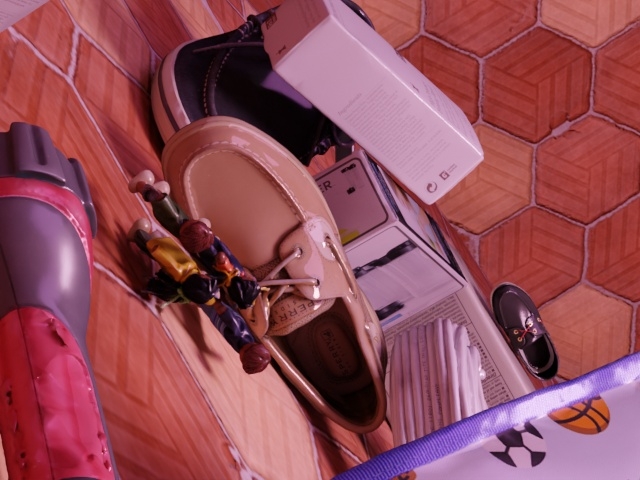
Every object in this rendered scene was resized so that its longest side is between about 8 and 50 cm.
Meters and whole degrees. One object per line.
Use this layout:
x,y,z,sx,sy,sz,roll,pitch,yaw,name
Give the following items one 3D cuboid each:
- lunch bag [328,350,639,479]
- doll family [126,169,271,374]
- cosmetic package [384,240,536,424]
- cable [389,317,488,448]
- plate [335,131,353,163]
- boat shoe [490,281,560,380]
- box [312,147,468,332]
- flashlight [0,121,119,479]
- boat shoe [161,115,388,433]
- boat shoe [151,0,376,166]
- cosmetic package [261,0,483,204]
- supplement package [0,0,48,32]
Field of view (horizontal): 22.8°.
0.103,0.278,0.928,0.385,0.239,0.328,-15,69,-44,lunch bag
-0.090,0.031,1.255,0.111,0.076,0.193,41,0,44,doll family
0.153,0.167,1.818,0.309,0.160,0.113,63,10,19,cosmetic package
0.121,0.202,1.533,0.257,0.089,0.257,71,13,-56,cable
0.029,-0.068,1.890,0.188,0.024,0.188,-1,90,-88,plate
0.237,0.104,1.819,0.133,0.049,0.042,60,-1,-26,boat shoe
0.031,0.020,1.648,0.087,0.169,0.290,65,10,22,box
-0.144,0.072,0.807,0.103,0.103,0.304,17,35,-34,flashlight
-0.026,0.034,1.439,0.341,0.121,0.110,54,10,-30,boat shoe
-0.047,-0.165,1.715,0.187,0.156,0.500,60,22,-10,boat shoe
0.052,-0.151,1.604,0.231,0.085,0.117,40,16,-27,cosmetic package
-0.228,-0.249,1.059,0.149,0.203,0.194,59,9,6,supplement package
